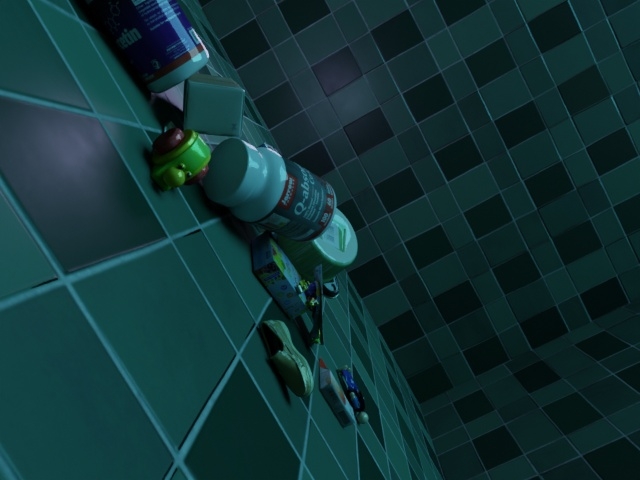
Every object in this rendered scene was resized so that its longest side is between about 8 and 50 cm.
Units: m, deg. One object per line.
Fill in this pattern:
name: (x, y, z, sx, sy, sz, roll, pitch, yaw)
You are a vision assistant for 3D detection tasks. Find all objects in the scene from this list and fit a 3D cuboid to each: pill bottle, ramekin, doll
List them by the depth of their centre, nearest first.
pill bottle: (-0.425, -0.533, 1.074, 0.323, 0.181, 0.181, 58, 7, -29)
pill bottle: (-0.134, -0.134, 1.262, 0.363, 0.210, 0.210, 21, 37, -51)
doll: (0.115, 0.515, 1.499, 0.129, 0.046, 0.189, 52, 11, -52)
ramekin: (0.000, 0.000, 1.710, 0.303, 0.148, 0.303, 26, 47, -32)

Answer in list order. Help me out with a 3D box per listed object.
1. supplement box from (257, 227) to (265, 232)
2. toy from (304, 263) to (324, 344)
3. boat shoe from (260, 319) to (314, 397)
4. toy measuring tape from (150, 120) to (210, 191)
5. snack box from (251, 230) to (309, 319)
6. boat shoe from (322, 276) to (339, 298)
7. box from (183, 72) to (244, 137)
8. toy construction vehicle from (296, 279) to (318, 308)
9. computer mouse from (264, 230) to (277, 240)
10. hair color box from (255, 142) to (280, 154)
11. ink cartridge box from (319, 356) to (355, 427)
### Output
supplement box: (-0.210, -0.082, 1.503, 0.098, 0.036, 0.062, 59, 8, -27)
toy: (-0.027, 0.200, 1.387, 0.137, 0.056, 0.237, 139, -53, -74)
boat shoe: (-0.083, 0.259, 0.989, 0.190, 0.068, 0.072, 54, 14, 29)
toy measuring tape: (-0.300, -0.210, 0.989, 0.121, 0.121, 0.330, 57, 8, -35)
snack box: (-0.119, 0.099, 1.313, 0.207, 0.070, 0.174, 60, 6, -32)
boat shoe: (-0.010, 0.076, 1.861, 0.127, 0.113, 0.340, -12, 67, -39)
box: (-0.299, -0.376, 1.229, 0.311, 0.148, 0.121, -127, -138, -60)
toy construction vehicle: (-0.035, 0.151, 1.291, 0.086, 0.035, 0.098, 65, 6, 9)
computer mouse: (-0.198, -0.090, 1.623, 0.071, 0.041, 0.242, 52, 11, -54)
hair color box: (-0.237, -0.355, 2.155, 0.174, 0.105, 0.347, 61, 7, -5)
ink cartridge box: (0.048, 0.435, 1.324, 0.145, 0.045, 0.179, 61, 9, -13)
